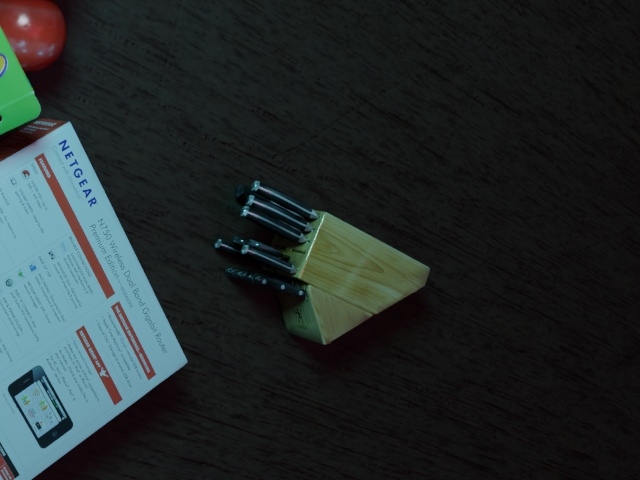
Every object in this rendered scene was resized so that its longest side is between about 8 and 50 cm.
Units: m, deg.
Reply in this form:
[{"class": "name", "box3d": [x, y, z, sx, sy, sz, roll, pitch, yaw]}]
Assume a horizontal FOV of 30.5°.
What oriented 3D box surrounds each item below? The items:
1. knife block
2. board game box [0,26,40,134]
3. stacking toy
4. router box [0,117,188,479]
[{"class": "knife block", "box3d": [0.000, 0.000, 1.559, 0.275, 0.088, 0.242, -28, 114, -31]}, {"class": "board game box", "box3d": [-0.388, -0.215, 1.157, 0.124, 0.039, 0.259, -28, 106, -11]}, {"class": "stacking toy", "box3d": [-0.302, -0.344, 1.247, 0.141, 0.141, 0.330, 3, 100, -38]}, {"class": "router box", "box3d": [-0.344, 0.082, 1.308, 0.301, 0.082, 0.335, -36, 117, -29]}]
